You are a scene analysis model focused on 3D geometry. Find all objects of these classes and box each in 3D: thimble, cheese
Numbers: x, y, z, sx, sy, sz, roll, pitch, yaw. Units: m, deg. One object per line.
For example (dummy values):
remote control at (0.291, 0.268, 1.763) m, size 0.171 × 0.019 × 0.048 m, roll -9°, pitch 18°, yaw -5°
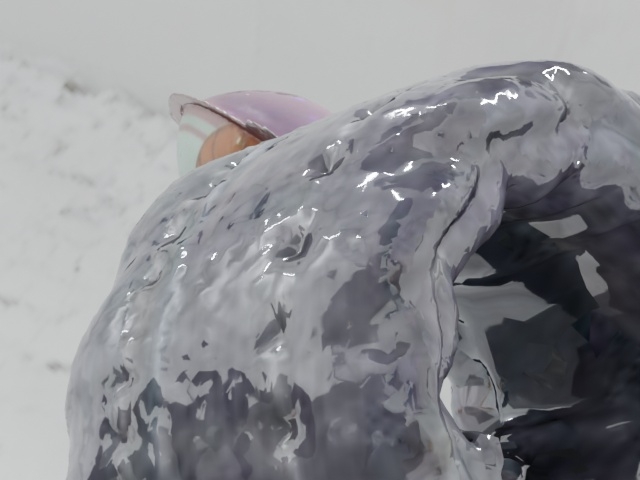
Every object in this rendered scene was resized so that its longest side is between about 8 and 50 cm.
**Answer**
thimble at (0.029, 0.040, 0.385) m, size 0.098 × 0.150 × 0.150 m, roll -16°, pitch -63°, yaw 43°
cheese at (0.000, 0.000, 0.919) m, size 0.189 × 0.074 × 0.286 m, roll 40°, pitch -10°, yaw 8°
